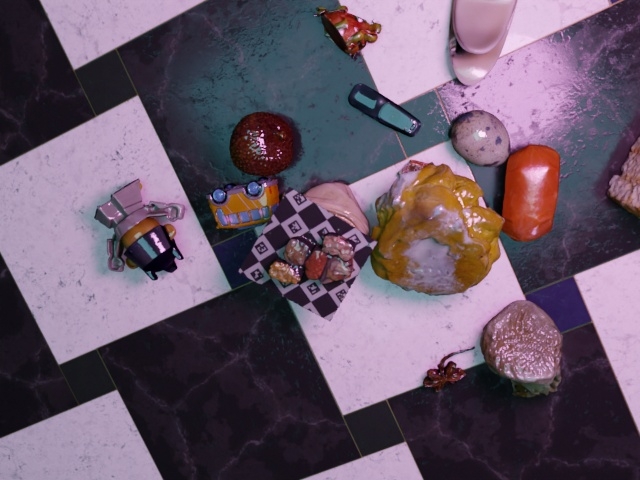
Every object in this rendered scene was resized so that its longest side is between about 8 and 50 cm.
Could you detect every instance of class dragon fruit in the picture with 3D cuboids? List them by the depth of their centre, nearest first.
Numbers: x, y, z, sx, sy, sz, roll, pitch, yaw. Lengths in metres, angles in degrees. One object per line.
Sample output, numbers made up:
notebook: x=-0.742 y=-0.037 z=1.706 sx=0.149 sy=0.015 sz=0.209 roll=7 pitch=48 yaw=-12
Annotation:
dragon fruit: x=0.075 y=-0.573 z=1.811 sx=0.175 sy=0.138 sz=0.142 roll=-12 pitch=123 yaw=-11

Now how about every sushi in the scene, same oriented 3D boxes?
sushi: x=-0.042 y=0.051 z=1.753 sx=0.292 sy=0.059 sz=0.294 roll=30 pitch=112 yaw=1

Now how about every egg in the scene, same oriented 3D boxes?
egg: x=0.439 y=-0.273 z=1.796 sx=0.181 sy=0.141 sz=0.141 roll=36 pitch=103 yaw=-18

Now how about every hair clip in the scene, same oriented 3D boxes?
hair clip: x=0.424 y=-0.562 z=1.761 sx=0.172 sy=0.113 sz=0.282 roll=10 pitch=72 yaw=8

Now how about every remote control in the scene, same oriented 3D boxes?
remote control: x=0.181 y=-0.365 z=1.861 sx=0.222 sy=0.042 sz=0.072 roll=31 pitch=100 yaw=1

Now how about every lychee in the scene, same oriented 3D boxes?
lychee: x=-0.165 y=-0.266 z=1.858 sx=0.194 sy=0.194 sz=0.194 roll=1 pitch=100 yaw=7

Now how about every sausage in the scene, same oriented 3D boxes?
sausage: x=0.570 y=-0.126 z=1.796 sx=0.141 sy=0.153 sz=0.268 roll=9 pitch=103 yaw=18

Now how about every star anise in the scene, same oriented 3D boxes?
star anise: x=0.384 y=0.379 z=1.961 sx=0.190 sy=0.070 sz=0.097 roll=-32 pitch=122 yaw=10

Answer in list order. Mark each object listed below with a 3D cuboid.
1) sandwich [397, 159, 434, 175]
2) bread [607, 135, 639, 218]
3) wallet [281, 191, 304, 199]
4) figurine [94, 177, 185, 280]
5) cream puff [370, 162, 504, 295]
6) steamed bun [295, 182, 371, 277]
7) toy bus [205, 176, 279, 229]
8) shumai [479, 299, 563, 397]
sandwich: x=0.271 y=-0.194 z=1.889 sx=0.101 sy=0.026 sz=0.069 roll=8 pitch=102 yaw=7
bread: x=0.968 y=-0.206 z=1.693 sx=0.264 sy=0.239 sz=0.395 roll=27 pitch=101 yaw=-2
wallet: x=-0.081 y=-0.055 z=1.962 sx=0.095 sy=0.026 sz=0.176 roll=9 pitch=104 yaw=0
figurine: x=-0.536 y=-0.018 z=1.972 sx=0.308 sy=0.143 sz=0.309 roll=8 pitch=108 yaw=25
cream puff: x=0.316 y=-0.042 z=1.806 sx=0.378 sy=0.275 sz=0.378 roll=7 pitch=131 yaw=8
steamed bun: x=0.001 y=0.003 z=1.859 sx=0.289 sy=0.203 sz=0.276 roll=-29 pitch=102 yaw=5
toy bus: x=-0.219 y=-0.104 z=1.919 sx=0.209 sy=0.126 sz=0.136 roll=-10 pitch=100 yaw=12
shumai: x=0.566 y=0.319 z=1.892 sx=0.225 sy=0.222 sz=0.261 roll=-12 pitch=62 yaw=-1
